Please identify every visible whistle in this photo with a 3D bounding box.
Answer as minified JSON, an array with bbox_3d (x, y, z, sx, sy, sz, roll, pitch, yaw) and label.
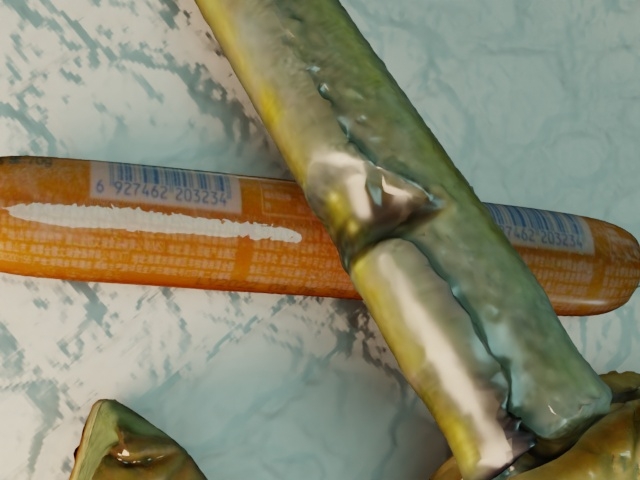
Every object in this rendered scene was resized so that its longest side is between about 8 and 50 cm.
[{"bbox_3d":[0.009,-0.051,0.445,0.068,0.057,0.326,-10,63,-46],"label":"whistle"}]

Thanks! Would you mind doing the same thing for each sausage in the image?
[{"bbox_3d":[0.000,0.000,0.479,0.348,0.053,0.053,5,82,-16],"label":"sausage"}]

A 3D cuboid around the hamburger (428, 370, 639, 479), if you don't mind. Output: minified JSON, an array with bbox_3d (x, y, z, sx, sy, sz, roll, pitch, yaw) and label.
[{"bbox_3d":[0.133,0.162,0.460,0.214,0.108,0.213,0,92,-13],"label":"hamburger"}]

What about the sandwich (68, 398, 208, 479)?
[{"bbox_3d":[-0.037,0.191,0.417,0.186,0.108,0.220,19,76,-14],"label":"sandwich"}]
